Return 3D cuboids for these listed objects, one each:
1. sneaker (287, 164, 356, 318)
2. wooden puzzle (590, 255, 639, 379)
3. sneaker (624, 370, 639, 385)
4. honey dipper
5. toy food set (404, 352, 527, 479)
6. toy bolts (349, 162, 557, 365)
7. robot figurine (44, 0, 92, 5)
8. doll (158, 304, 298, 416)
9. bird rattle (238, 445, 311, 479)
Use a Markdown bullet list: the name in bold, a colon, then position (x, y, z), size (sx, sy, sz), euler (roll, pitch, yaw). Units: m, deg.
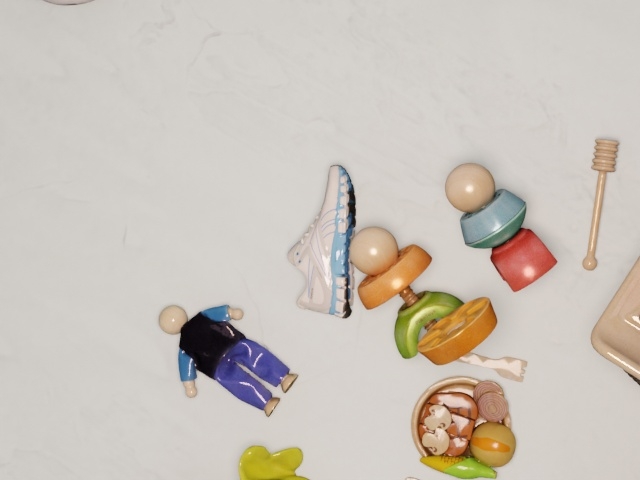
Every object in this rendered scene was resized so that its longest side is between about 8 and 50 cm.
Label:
- **sneaker**: position (0.000, 0.000, 1.669), size (0.083, 0.071, 0.190), euler (3, 89, 14)
- **wooden puzzle**: position (0.518, 0.053, 1.470), size (0.322, 0.080, 0.348), euler (33, 84, 16)
- **sneaker**: position (0.570, 0.178, 1.535), size (0.447, 0.169, 0.257), euler (43, 96, 9)
- **honey dipper**: position (0.340, -0.043, 1.642), size (0.030, 0.030, 0.160), euler (7, 92, 8)
- **toy food set**: position (0.177, 0.230, 1.652), size (0.132, 0.038, 0.192), euler (13, 90, 8)
- **toy bolts**: position (0.152, 0.019, 1.580), size (0.228, 0.218, 0.158), euler (-37, 98, -2)
- **robot figurine**: position (-0.338, -0.428, 1.673), size (0.173, 0.209, 0.278), euler (-28, 83, -31)
- **doll**: position (-0.127, 0.146, 1.692), size (0.189, 0.046, 0.129), euler (36, 93, 7)
- **bird rattle**: position (-0.107, 0.376, 1.650), size (0.253, 0.143, 0.207), euler (-30, 101, 9)
